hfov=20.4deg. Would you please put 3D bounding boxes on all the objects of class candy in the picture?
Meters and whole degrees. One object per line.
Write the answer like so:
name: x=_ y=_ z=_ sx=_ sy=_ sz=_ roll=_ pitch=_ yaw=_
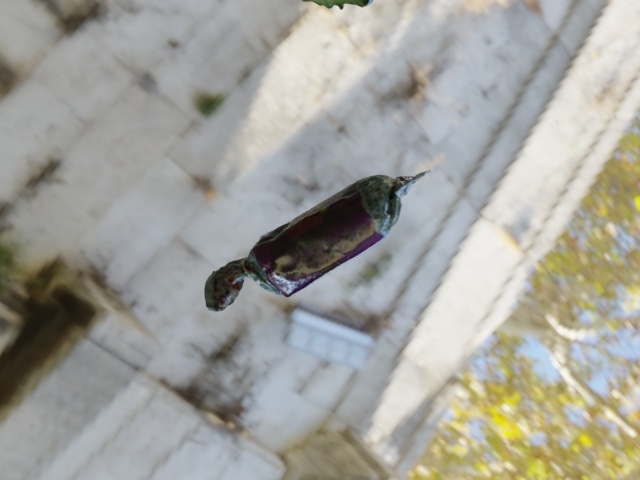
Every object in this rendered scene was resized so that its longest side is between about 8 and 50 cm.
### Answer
candy: x=0.000 y=0.000 z=1.190 sx=0.175 sy=0.043 sz=0.045 roll=-30 pitch=-157 yaw=14

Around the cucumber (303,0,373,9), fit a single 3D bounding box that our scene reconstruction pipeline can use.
cucumber: x=0.011 y=-0.223 z=0.864 sx=0.077 sy=0.077 sz=0.265 roll=-5 pitch=-126 yaw=24
